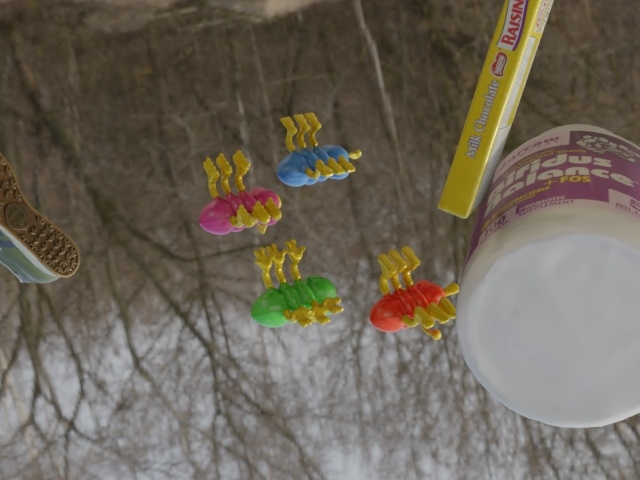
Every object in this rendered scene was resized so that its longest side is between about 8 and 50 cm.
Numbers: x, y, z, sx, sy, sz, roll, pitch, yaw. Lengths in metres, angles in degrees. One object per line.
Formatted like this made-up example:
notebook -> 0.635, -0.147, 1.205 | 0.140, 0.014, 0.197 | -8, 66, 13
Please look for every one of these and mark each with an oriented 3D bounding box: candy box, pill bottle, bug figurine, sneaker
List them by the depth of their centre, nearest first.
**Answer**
candy box -> 0.130, -0.120, 0.743 | 0.027, 0.206, 0.105 | 20, -167, 14
pill bottle -> 0.206, 0.006, 0.865 | 0.169, 0.169, 0.301 | -9, -160, 16
bug figurine -> 0.000, 0.000, 1.032 | 0.216, 0.279, 0.072 | -11, 145, -34
sneaker -> -0.345, -0.025, 1.128 | 0.086, 0.192, 0.064 | -20, -154, 42
